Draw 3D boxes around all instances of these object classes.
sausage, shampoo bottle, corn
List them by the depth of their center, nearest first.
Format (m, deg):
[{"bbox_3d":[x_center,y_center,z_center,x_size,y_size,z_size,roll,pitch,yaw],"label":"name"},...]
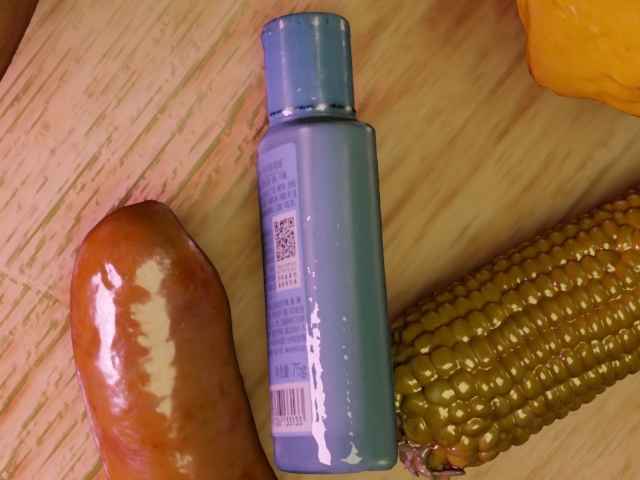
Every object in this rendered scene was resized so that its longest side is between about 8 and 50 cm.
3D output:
[{"bbox_3d":[0.000,0.000,0.793,0.061,0.104,0.258,-2,83,-20],"label":"shampoo bottle"},{"bbox_3d":[-0.080,0.107,0.831,0.109,0.109,0.270,-17,106,-3],"label":"sausage"},{"bbox_3d":[0.165,0.033,0.842,0.305,0.106,0.106,-31,106,-1],"label":"corn"}]

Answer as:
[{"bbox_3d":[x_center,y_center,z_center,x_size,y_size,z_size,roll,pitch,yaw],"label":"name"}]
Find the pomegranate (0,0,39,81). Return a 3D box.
[{"bbox_3d":[-0.272,-0.146,0.647,0.319,0.319,0.319,-2,104,-7],"label":"pomegranate"}]

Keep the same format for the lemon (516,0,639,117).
[{"bbox_3d":[0.238,-0.206,0.689,0.336,0.336,0.336,-2,104,-7],"label":"lemon"}]
